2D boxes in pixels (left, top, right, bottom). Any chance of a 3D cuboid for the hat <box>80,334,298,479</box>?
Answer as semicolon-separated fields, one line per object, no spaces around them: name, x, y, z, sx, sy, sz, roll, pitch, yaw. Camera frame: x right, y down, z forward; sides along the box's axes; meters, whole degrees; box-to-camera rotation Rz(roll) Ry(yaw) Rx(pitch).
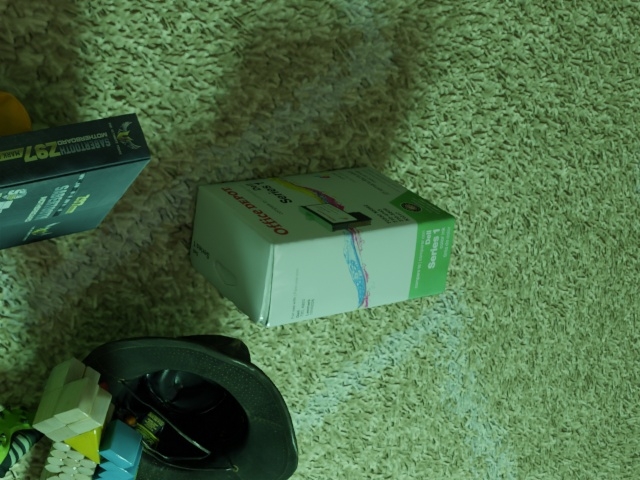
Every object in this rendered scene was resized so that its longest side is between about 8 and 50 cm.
hat;-0.160;0.202;1.557;0.134;0.331;0.331;-64;148;-47

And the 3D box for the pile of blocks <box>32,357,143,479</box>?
pile of blocks;-0.269;0.254;1.489;0.149;0.112;0.362;14;142;-3

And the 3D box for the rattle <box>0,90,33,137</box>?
rattle;-0.417;-0.144;1.226;0.130;0.142;0.200;-48;139;14

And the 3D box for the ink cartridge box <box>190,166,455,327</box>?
ink cartridge box;0.000;0.000;1.561;0.278;0.201;0.117;-9;117;-32

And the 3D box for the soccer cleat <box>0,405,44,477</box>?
soccer cleat;-0.384;0.250;1.460;0.179;0.060;0.072;-34;144;-78

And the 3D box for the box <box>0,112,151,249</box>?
box;-0.306;-0.054;1.309;0.183;0.233;0.059;-15;79;-31
